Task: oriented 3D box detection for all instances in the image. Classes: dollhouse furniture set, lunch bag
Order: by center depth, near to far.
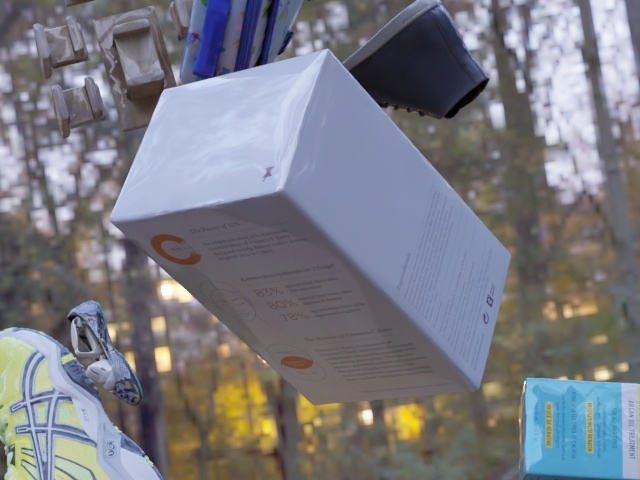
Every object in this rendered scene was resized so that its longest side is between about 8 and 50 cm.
[{"bbox_3d":[-0.072,-0.256,1.661,0.090,0.176,0.219,22,-44,6],"label":"lunch bag"},{"bbox_3d":[-0.229,-0.243,1.934,0.212,0.242,0.161,-15,-10,-10],"label":"dollhouse furniture set"}]

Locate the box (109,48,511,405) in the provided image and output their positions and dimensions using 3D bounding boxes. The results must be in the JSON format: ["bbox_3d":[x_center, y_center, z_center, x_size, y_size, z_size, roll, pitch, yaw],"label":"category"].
[{"bbox_3d":[0.000,0.000,1.612,0.215,0.168,0.345,-9,-40,37],"label":"box"}]

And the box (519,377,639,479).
[{"bbox_3d":[0.316,0.194,1.584,0.244,0.100,0.060,3,-25,2],"label":"box"}]

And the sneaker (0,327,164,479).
[{"bbox_3d":[-0.315,0.241,1.894,0.147,0.384,0.145,-26,-42,-27],"label":"sneaker"}]

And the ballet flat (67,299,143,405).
[{"bbox_3d":[-0.206,0.109,1.530,0.041,0.114,0.041,-25,-22,-11],"label":"ballet flat"}]

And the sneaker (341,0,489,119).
[{"bbox_3d":[0.084,-0.160,1.787,0.083,0.118,0.222,-30,-7,-39],"label":"sneaker"}]
